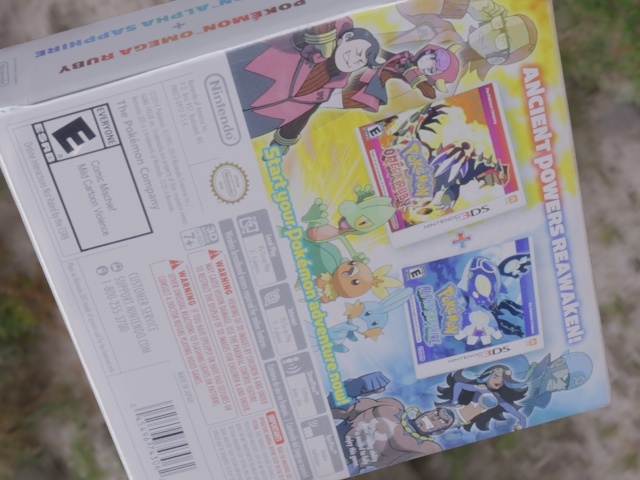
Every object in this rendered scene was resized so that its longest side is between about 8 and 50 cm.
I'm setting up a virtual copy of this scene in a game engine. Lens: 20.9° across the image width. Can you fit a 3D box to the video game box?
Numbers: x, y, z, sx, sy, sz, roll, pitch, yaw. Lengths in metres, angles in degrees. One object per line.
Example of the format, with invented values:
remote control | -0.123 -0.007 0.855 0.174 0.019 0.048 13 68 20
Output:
video game box | 0.000 0.000 0.619 0.048 0.187 0.205 -103 -2 -52
